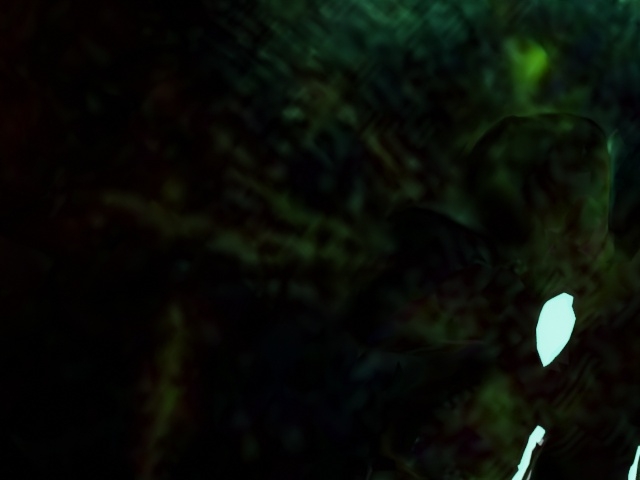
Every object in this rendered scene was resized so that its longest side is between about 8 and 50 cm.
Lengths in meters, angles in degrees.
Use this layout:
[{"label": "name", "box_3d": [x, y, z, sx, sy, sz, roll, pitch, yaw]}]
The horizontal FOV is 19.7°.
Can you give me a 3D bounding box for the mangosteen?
[{"label": "mangosteen", "box_3d": [0.005, 0.001, 0.534, 0.330, 0.330, 0.330, -55, 178, -3]}]
